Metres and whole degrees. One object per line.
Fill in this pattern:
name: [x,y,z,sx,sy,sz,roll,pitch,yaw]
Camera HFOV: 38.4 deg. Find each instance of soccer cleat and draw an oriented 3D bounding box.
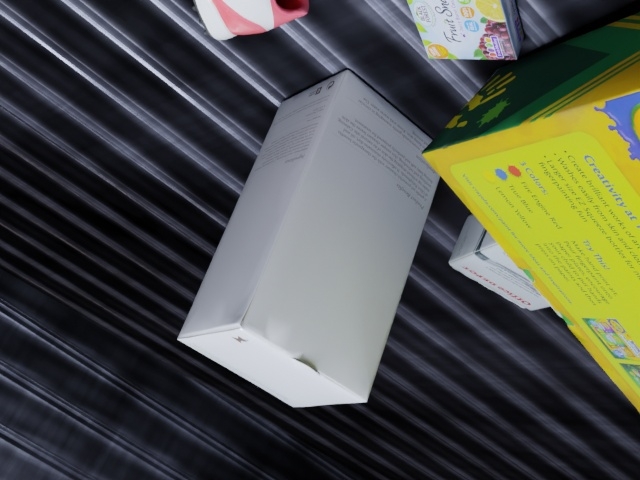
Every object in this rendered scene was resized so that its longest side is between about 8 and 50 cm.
soccer cleat: [-0.098,-0.330,0.901,0.116,0.109,0.318,-6,146,10]

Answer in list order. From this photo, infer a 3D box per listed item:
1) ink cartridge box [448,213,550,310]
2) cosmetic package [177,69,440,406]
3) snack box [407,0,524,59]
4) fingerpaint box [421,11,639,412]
ink cartridge box: [0.289,0.013,1.226,0.153,0.087,0.208,29,161,-12]
cosmetic package: [0.000,0.000,1.133,0.197,0.365,0.155,37,151,-26]
snack box: [0.141,-0.242,0.928,0.100,0.037,0.141,9,151,30]
fingerpaint box: [0.375,-0.002,0.889,0.445,0.163,0.371,47,159,-14]
